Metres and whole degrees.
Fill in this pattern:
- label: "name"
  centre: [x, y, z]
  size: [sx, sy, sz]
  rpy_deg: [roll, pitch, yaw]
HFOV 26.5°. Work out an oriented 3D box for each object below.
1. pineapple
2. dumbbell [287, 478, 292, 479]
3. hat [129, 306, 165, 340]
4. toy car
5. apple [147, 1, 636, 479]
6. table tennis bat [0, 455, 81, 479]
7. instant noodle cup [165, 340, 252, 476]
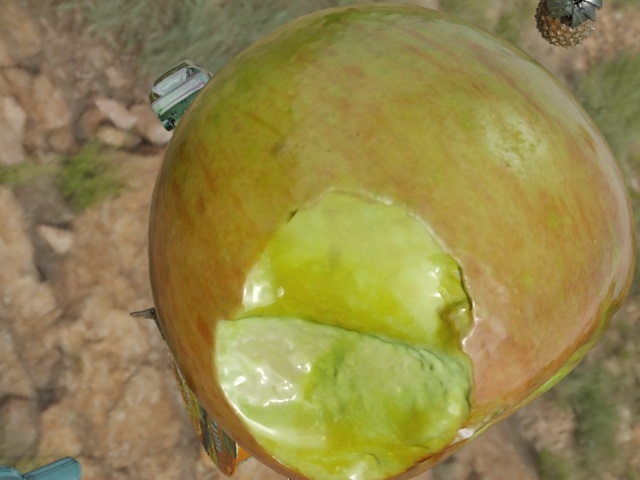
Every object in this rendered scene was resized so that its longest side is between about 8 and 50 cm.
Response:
- label: "pineapple"
  centre: [0.274, -0.262, 1.494]
  size: [0.159, 0.074, 0.074]
  rpy_deg: [51, 17, -82]
- label: "dumbbell"
  centre: [-0.041, 0.314, 1.457]
  size: [0.069, 0.069, 0.147]
  rpy_deg: [15, 85, -48]
- label: "hat"
  centre: [-0.186, 0.099, 1.739]
  size: [0.121, 0.121, 0.050]
  rpy_deg: [-1, 70, -54]
- label: "toy car"
  centre: [-0.180, -0.200, 1.867]
  size: [0.076, 0.090, 0.224]
  rpy_deg: [57, 5, 2]
- label: "apple"
  centre: [0.041, 0.001, 0.947]
  size: [0.339, 0.339, 0.340]
  rpy_deg: [32, 44, -37]
- label: "table tennis bat"
  centre: [-0.357, 0.284, 1.512]
  size: [0.201, 0.124, 0.033]
  rpy_deg: [-15, 56, -38]
- label: "instant noodle cup"
  centre: [-0.061, 0.130, 1.544]
  size: [0.182, 0.230, 0.230]
  rpy_deg: [-19, 81, -17]
